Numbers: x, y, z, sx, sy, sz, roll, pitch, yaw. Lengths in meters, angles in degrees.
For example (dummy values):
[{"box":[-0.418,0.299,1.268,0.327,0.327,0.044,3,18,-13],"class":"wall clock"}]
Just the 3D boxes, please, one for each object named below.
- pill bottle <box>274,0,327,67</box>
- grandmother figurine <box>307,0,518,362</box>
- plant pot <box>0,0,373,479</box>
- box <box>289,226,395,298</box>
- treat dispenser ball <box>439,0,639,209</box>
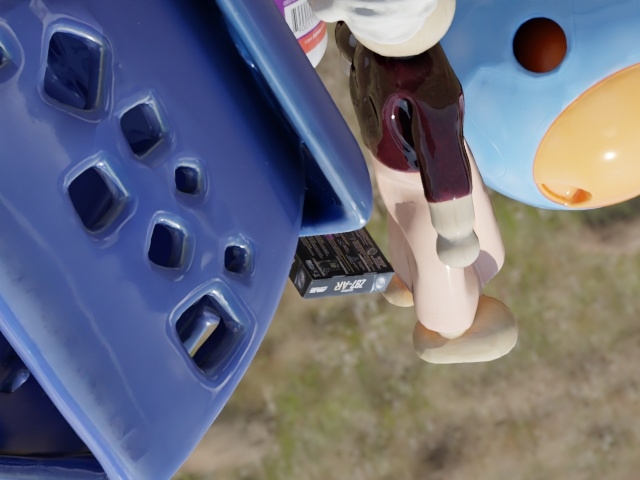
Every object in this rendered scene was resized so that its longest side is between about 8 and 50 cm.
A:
[{"box":[-0.098,-0.298,1.639,0.181,0.181,0.323,-17,121,-17],"class":"pill bottle"},{"box":[0.061,-0.076,1.198,0.104,0.208,0.342,-29,140,-14],"class":"grandmother figurine"},{"box":[-0.131,-0.039,0.819,0.236,0.236,0.212,-4,-146,51],"class":"plant pot"},{"box":[0.000,0.000,1.192,0.067,0.083,0.018,-5,137,-36],"class":"box"},{"box":[0.226,-0.170,1.648,0.288,0.288,0.288,-21,163,-7],"class":"treat dispenser ball"}]
